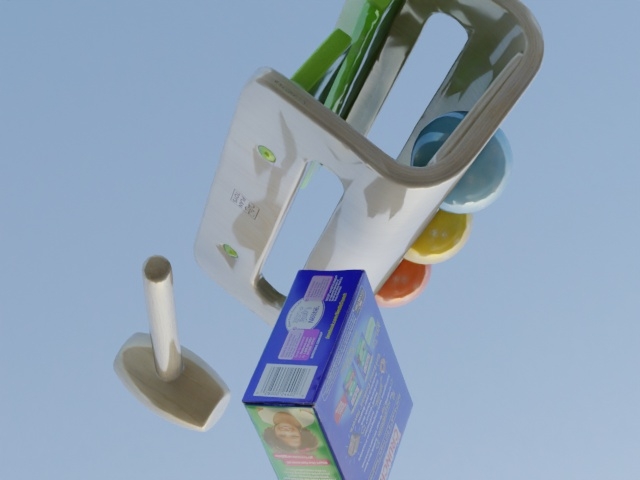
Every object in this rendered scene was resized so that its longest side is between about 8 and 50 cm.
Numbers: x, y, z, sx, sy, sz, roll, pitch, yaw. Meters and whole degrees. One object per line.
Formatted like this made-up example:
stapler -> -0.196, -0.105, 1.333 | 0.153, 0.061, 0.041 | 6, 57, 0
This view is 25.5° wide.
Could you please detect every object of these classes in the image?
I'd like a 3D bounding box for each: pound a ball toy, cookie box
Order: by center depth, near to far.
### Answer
cookie box -> 0.007, 0.083, 0.717 | 0.040, 0.092, 0.107 | 0, -46, 24
pound a ball toy -> 0.000, 0.000, 0.810 | 0.136, 0.319, 0.208 | 36, -114, 4
